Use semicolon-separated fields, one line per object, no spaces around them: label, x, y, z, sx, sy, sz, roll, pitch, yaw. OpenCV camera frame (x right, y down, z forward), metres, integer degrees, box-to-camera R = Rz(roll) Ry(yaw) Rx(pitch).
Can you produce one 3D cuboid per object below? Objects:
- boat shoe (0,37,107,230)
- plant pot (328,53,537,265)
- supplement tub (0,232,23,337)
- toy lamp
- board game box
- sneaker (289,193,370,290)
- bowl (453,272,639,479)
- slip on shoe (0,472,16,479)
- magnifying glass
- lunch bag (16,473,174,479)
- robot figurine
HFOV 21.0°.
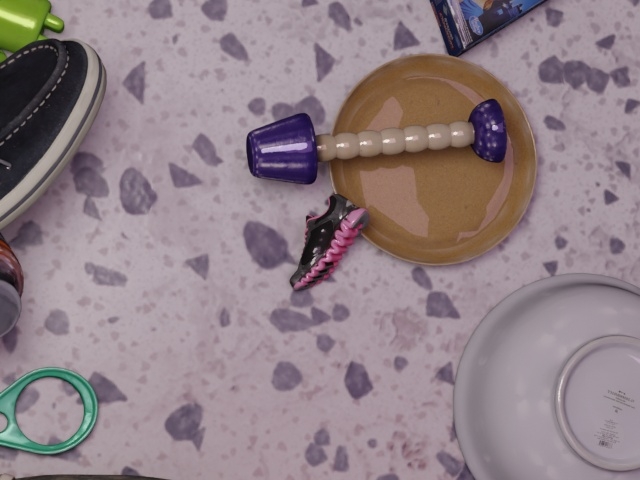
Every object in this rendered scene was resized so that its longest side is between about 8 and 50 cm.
boat shoe;-0.417;-0.057;1.644;0.500;0.187;0.156;-37;126;-18
plant pot;0.122;-0.088;1.915;0.236;0.032;0.236;1;84;-9
supplement tub;-0.360;0.026;1.725;0.106;0.198;0.106;-12;120;-22
toy lamp;0.058;-0.106;1.851;0.275;0.080;0.080;-8;85;-13
board game box;0.209;-0.326;1.942;0.194;0.060;0.194;-18;87;-13
sneaker;0.000;0.000;1.871;0.057;0.047;0.119;42;103;17
bowl;0.302;0.176;1.868;0.298;0.134;0.297;1;83;-10
slip on shoe;-0.315;0.270;1.552;0.041;0.051;0.135;22;88;5
magnifying glass;-0.346;0.192;1.805;0.231;0.026;0.092;-12;86;-10
lunch bag;-0.237;0.310;1.703;0.287;0.235;0.169;10;85;-9
robot figurine;-0.330;-0.236;1.832;0.115;0.067;0.101;20;89;-7
